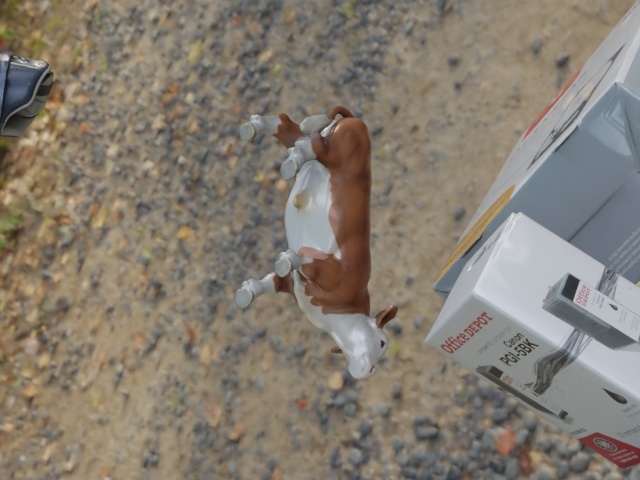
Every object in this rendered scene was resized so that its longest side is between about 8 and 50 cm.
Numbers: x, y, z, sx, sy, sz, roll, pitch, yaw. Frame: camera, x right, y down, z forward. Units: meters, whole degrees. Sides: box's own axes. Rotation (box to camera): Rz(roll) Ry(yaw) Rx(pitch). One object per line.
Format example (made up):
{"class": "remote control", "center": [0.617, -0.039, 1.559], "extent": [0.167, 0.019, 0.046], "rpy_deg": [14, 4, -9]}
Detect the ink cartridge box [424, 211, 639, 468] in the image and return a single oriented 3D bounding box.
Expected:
{"class": "ink cartridge box", "center": [0.134, 0.057, 0.593], "extent": [0.056, 0.135, 0.099], "rpy_deg": [-57, -3, -22]}

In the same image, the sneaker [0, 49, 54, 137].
{"class": "sneaker", "center": [-0.353, -0.198, 1.131], "extent": [0.086, 0.163, 0.226], "rpy_deg": [120, 152, -53]}

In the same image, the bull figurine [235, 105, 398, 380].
{"class": "bull figurine", "center": [0.000, 0.000, 1.231], "extent": [0.101, 0.188, 0.310], "rpy_deg": [-9, 80, 36]}

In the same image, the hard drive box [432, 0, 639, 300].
{"class": "hard drive box", "center": [0.186, -0.053, 0.718], "extent": [0.181, 0.089, 0.232], "rpy_deg": [-53, -1, 36]}
